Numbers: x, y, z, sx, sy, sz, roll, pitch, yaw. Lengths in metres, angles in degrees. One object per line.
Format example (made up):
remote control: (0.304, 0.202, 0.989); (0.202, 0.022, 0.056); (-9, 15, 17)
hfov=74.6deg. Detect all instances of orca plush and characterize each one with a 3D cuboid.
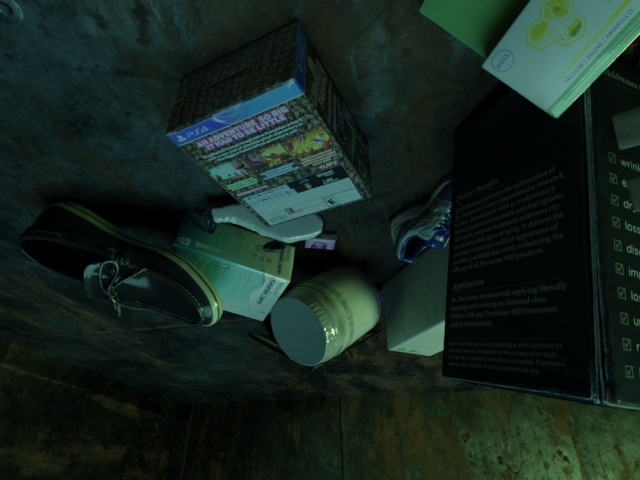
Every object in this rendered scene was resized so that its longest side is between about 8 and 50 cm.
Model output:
orca plush: (-0.126, -0.044, 1.001); (0.288, 0.151, 0.102); (-9, 178, 10)

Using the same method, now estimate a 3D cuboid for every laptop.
laptop: (-0.007, 0.360, 1.613); (0.409, 0.236, 0.382); (26, 169, 11)

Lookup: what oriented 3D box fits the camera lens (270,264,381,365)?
camera lens: (0.024, 0.204, 1.199); (0.219, 0.219, 0.274); (-33, 173, 42)

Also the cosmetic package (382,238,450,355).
cosmetic package: (0.361, 0.145, 1.171); (0.162, 0.229, 0.453); (13, 147, -19)

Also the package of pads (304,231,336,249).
package of pads: (0.000, 0.000, 1.128); (0.084, 0.031, 0.050); (4, 146, -5)

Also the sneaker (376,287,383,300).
sneaker: (0.140, 0.238, 1.440); (0.095, 0.104, 0.236); (18, 143, -22)

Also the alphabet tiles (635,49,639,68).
alphabet tiles: (0.647, -0.351, 0.575); (0.343, 0.011, 0.285); (-12, 146, 19)

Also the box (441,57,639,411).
box: (0.491, 0.028, 0.694); (0.481, 0.470, 0.297); (14, 165, -18)

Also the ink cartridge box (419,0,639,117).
ink cartridge box: (0.255, -0.289, 0.508); (0.235, 0.056, 0.171); (36, 131, 2)

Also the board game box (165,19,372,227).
board game box: (-0.071, -0.177, 0.743); (0.232, 0.140, 0.291); (-14, 145, 23)

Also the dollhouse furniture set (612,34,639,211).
dollhouse furniture set: (0.461, -0.169, 0.523); (0.262, 0.258, 0.135); (-15, -178, -25)

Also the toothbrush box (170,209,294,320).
toothbrush box: (-0.245, 0.076, 1.109); (0.296, 0.126, 0.216); (20, 134, -14)

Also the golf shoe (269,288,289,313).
golf shoe: (-0.217, 0.183, 1.386); (0.273, 0.105, 0.120); (13, 162, -9)

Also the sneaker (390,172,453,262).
sneaker: (0.284, -0.046, 0.958); (0.112, 0.130, 0.296); (21, 142, -25)

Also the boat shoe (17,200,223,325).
boat shoe: (-0.462, 0.078, 0.974); (0.501, 0.156, 0.186); (28, 131, 4)
